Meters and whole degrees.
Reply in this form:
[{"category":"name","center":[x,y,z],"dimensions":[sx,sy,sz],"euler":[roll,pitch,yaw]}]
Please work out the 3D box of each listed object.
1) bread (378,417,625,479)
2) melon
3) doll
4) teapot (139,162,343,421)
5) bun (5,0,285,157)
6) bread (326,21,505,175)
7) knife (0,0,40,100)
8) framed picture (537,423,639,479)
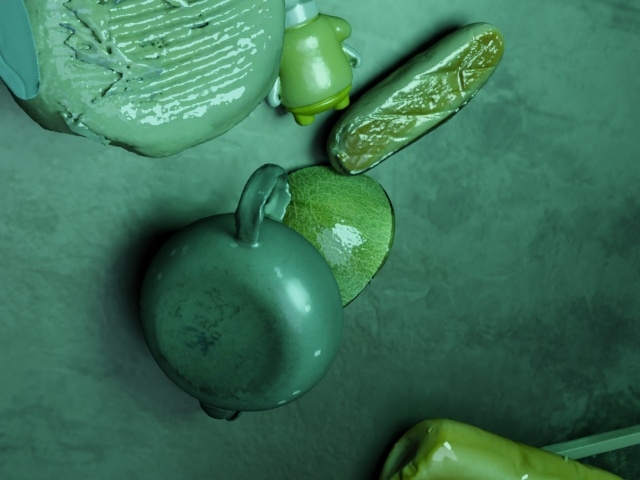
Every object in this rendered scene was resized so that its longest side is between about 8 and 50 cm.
[{"category":"bread","center":[0.208,0.279,1.577],"dimensions":[0.305,0.091,0.142],"euler":[22,112,-22]},{"category":"melon","center":[0.000,0.000,1.404],"dimensions":[0.128,0.079,0.160],"euler":[31,92,-32]},{"category":"doll","center":[-0.019,-0.190,1.342],"dimensions":[0.106,0.062,0.162],"euler":[-27,117,-21]},{"category":"teapot","center":[-0.070,0.063,1.343],"dimensions":[0.193,0.129,0.294],"euler":[17,117,11]},{"category":"bun","center":[-0.160,-0.201,1.211],"dimensions":[0.273,0.168,0.272],"euler":[-4,99,-27]},{"category":"bread","center":[0.092,-0.140,1.419],"dimensions":[0.214,0.053,0.073],"euler":[-38,115,-8]},{"category":"knife","center":[-0.315,-0.250,1.103],"dimensions":[0.080,0.044,0.331],"euler":[-43,93,7]},{"category":"framed picture","center":[0.395,0.348,1.689],"dimensions":[0.241,0.020,0.324],"euler":[-15,117,10]}]
